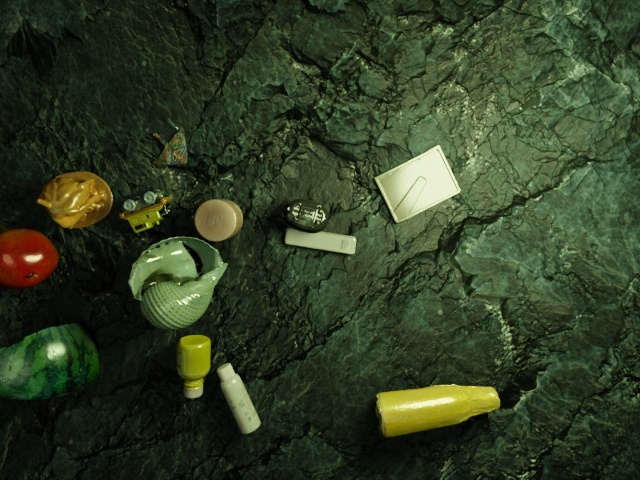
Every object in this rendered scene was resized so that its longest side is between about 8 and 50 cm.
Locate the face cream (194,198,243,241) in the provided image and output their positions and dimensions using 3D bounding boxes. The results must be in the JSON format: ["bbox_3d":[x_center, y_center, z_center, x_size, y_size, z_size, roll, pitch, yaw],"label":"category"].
[{"bbox_3d":[-0.362,-0.075,1.468,0.149,0.104,0.149,0,96,3],"label":"face cream"}]

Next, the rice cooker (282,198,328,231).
[{"bbox_3d":[-0.051,-0.086,1.449,0.165,0.106,0.112,15,83,-6],"label":"rice cooker"}]

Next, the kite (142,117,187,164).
[{"bbox_3d":[-0.547,-0.339,1.497,0.160,0.010,0.183,41,100,-5],"label":"kite"}]

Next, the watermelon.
[{"bbox_3d":[-1.008,0.409,1.477,0.319,0.292,0.222,25,101,9],"label":"watermelon"}]

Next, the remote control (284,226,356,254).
[{"bbox_3d":[0.000,0.000,1.500,0.261,0.029,0.067,9,95,4],"label":"remote control"}]

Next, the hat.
[{"bbox_3d":[-0.911,-0.146,1.425,0.244,0.233,0.233,41,95,-3],"label":"hat"}]

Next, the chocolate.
[{"bbox_3d":[0.421,0.613,1.492,0.445,0.162,0.162,-8,96,-1],"label":"chocolate"}]

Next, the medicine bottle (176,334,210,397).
[{"bbox_3d":[-0.473,0.472,1.525,0.122,0.122,0.212,3,96,3],"label":"medicine bottle"}]

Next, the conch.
[{"bbox_3d":[-0.505,0.144,1.451,0.319,0.215,0.303,-37,100,-25],"label":"conch"}]

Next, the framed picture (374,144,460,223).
[{"bbox_3d":[0.347,-0.199,1.460,0.260,0.023,0.189,-27,94,6],"label":"framed picture"}]

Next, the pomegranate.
[{"bbox_3d":[-1.082,0.052,1.474,0.221,0.221,0.256,-38,67,6],"label":"pomegranate"}]

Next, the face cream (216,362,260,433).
[{"bbox_3d":[-0.316,0.594,1.552,0.082,0.082,0.269,-24,94,5],"label":"face cream"}]

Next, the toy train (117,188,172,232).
[{"bbox_3d":[-0.627,-0.109,1.490,0.219,0.089,0.127,-20,105,4],"label":"toy train"}]
